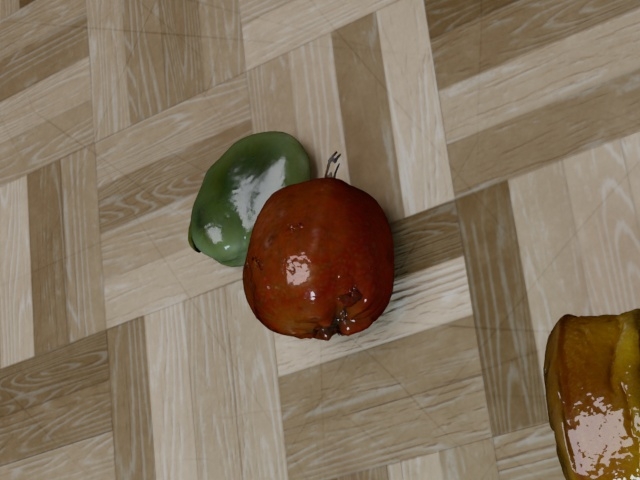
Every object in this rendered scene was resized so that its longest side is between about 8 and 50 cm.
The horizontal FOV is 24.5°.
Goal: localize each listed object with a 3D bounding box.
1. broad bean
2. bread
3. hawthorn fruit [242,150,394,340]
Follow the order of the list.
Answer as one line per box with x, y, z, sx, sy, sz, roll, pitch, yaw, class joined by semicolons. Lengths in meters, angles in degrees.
-0.107;-0.062;2.193;0.228;0.100;0.169;-34;66;11;broad bean
0.341;0.207;1.699;0.143;0.195;0.269;-16;63;26;bread
0.000;0.000;2.028;0.211;0.211;0.299;-17;54;33;hawthorn fruit
